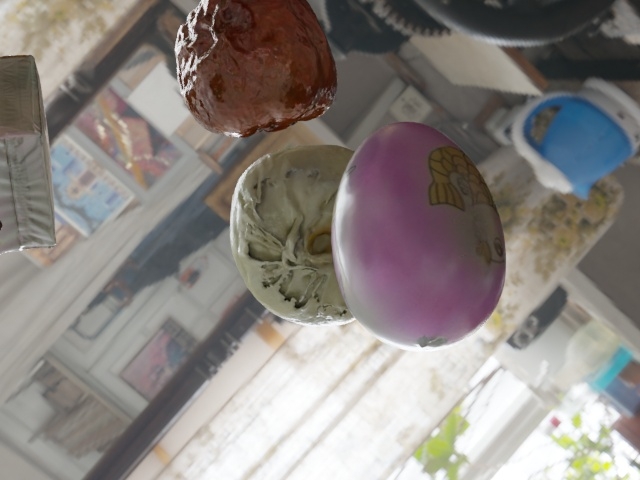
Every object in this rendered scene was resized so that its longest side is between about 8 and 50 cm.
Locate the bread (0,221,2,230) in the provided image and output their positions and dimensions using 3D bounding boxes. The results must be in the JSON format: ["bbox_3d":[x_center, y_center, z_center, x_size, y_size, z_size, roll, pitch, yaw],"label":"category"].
[{"bbox_3d":[-0.430,-0.048,0.859,0.232,0.247,0.135,105,158,-43],"label":"bread"}]

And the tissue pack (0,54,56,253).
[{"bbox_3d":[-0.455,-0.121,1.326,0.225,0.124,0.185,100,156,-46],"label":"tissue pack"}]

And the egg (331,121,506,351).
[{"bbox_3d":[0.102,-0.009,1.021,0.196,0.196,0.271,45,-159,-61],"label":"egg"}]

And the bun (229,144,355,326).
[{"bbox_3d":[0.000,0.000,1.348,0.287,0.287,0.146,42,-169,-14],"label":"bun"}]

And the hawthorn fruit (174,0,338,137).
[{"bbox_3d":[-0.093,-0.253,1.150,0.207,0.208,0.243,-149,42,-79],"label":"hawthorn fruit"}]
